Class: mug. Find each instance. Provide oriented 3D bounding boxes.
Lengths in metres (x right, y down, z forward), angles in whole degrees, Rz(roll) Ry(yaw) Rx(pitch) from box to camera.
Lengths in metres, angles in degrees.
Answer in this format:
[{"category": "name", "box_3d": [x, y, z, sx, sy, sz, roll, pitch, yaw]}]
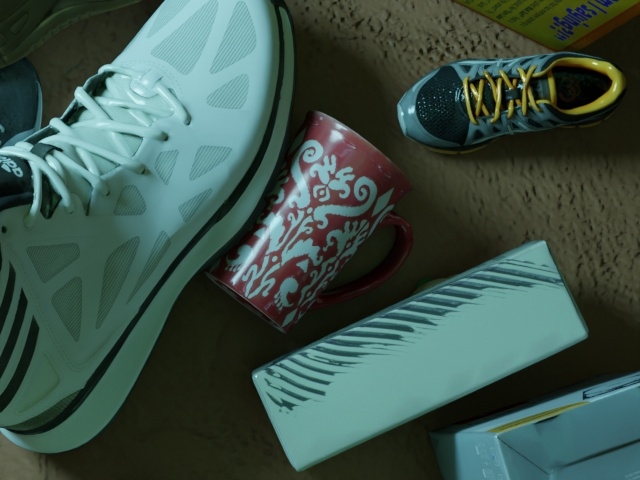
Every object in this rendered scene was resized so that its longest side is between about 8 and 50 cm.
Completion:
[{"category": "mug", "box_3d": [-0.001, -0.002, 1.670, 0.150, 0.113, 0.169, 38, 83, -3]}]

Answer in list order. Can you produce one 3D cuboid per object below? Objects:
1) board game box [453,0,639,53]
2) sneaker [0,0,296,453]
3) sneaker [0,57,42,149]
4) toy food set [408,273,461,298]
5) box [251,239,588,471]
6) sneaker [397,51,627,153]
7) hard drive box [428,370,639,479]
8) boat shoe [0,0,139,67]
[{"category": "board game box", "box_3d": [0.175, -0.414, 1.611, 0.356, 0.356, 0.356, 26, 81, -7]}, {"category": "sneaker", "box_3d": [-0.179, -0.055, 1.548, 0.169, 0.257, 0.447, 22, 81, 26]}, {"category": "sneaker", "box_3d": [-0.297, -0.062, 1.608, 0.086, 0.132, 0.229, 25, 81, -5]}, {"category": "toy food set", "box_3d": [0.110, 0.073, 1.727, 0.082, 0.020, 0.083, -9, 87, -11]}, {"category": "box", "box_3d": [0.082, 0.097, 1.655, 0.275, 0.113, 0.094, -25, 90, -4]}, {"category": "sneaker", "box_3d": [0.174, -0.131, 1.726, 0.215, 0.083, 0.084, -12, 89, -10]}, {"category": "hard drive box", "box_3d": [0.211, 0.177, 1.628, 0.181, 0.232, 0.089, -17, 88, -12]}, {"category": "boat shoe", "box_3d": [-0.270, -0.238, 1.648, 0.342, 0.123, 0.123, -24, 129, -13]}]
